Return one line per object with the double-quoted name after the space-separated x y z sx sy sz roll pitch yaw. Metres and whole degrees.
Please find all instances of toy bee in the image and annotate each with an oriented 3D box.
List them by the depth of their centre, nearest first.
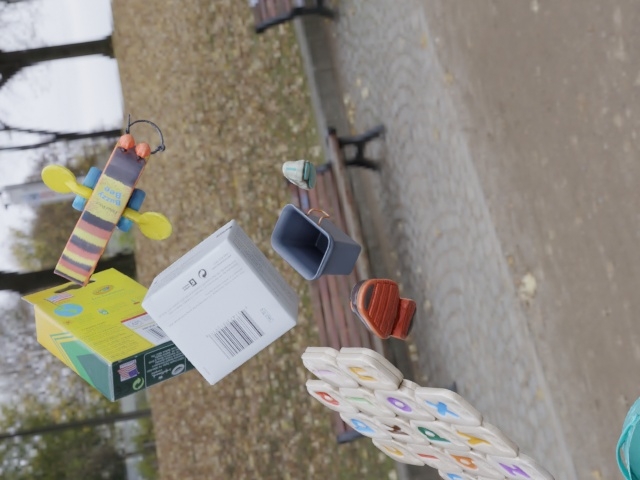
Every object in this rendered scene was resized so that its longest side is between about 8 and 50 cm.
-0.315 -0.088 1.456 0.162 0.195 0.298 137 135 -61 "toy bee"

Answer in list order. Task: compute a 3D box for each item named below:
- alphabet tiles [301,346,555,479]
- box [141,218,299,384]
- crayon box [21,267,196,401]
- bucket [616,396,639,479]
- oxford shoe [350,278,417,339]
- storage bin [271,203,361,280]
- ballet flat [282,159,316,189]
0.111 0.203 1.063 0.278 0.284 0.021 -11 43 58 "alphabet tiles"
-0.157 0.098 1.571 0.182 0.181 0.119 51 -170 -13 "box"
-0.368 0.158 1.742 0.318 0.202 0.081 26 124 43 "crayon box"
0.676 0.385 1.755 0.183 0.281 0.281 -11 -87 -80 "bucket"
0.087 0.118 1.688 0.271 0.098 0.097 42 -116 -65 "oxford shoe"
0.000 0.000 1.595 0.135 0.091 0.098 39 113 42 "storage bin"
-0.042 -0.134 1.918 0.168 0.052 0.057 42 -126 -81 "ballet flat"
